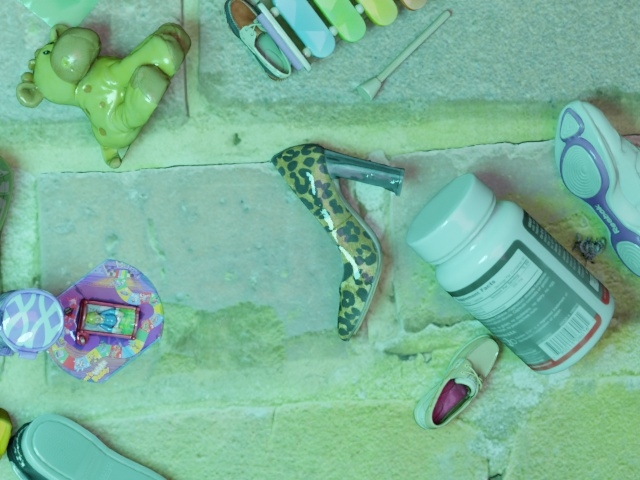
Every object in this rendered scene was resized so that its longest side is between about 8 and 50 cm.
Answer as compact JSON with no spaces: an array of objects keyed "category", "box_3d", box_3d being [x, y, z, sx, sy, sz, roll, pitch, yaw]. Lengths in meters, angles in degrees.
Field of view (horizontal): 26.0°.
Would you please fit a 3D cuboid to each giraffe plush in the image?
[{"category":"giraffe plush","box_3d":[-0.291,-0.213,1.802,0.170,0.181,0.210,31,116,-10]}]

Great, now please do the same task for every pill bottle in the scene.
[{"category":"pill bottle","box_3d":[0.267,0.046,1.968,0.283,0.161,0.161,42,80,-13]}]

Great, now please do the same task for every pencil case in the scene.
[{"category":"pencil case","box_3d":[-0.378,0.105,1.748,0.086,0.206,0.088,2,87,-19]}]

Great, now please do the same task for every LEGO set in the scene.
[{"category":"LEGO set","box_3d":[0.397,0.020,2.079,0.054,0.023,0.083,40,80,-14]}]

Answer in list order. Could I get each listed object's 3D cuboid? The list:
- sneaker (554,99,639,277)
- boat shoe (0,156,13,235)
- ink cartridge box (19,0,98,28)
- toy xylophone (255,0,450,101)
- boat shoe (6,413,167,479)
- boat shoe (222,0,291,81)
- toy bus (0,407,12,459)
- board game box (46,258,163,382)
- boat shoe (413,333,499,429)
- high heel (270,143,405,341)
[{"category":"sneaker","box_3d":[0.458,-0.091,2.067,0.152,0.114,0.305,-41,107,-26]},{"category":"boat shoe","box_3d":[-0.468,0.034,1.770,0.109,0.098,0.302,18,82,-12]},{"category":"ink cartridge box","box_3d":[-0.374,-0.403,1.815,0.235,0.056,0.171,38,80,-13]},{"category":"toy xylophone","box_3d":[0.068,-0.348,1.937,0.236,0.081,0.322,43,78,-14]},{"category":"boat shoe","box_3d":[-0.284,0.342,1.845,0.302,0.091,0.114,45,51,-12]},{"category":"boat shoe","box_3d":[-0.085,-0.280,1.912,0.049,0.043,0.137,-35,100,-12]},{"category":"toy bus","box_3d":[-0.565,0.229,1.741,0.333,0.108,0.130,18,86,-17]},{"category":"board game box","box_3d":[-0.290,0.111,1.864,0.169,0.033,0.133,-38,101,-13]},{"category":"boat shoe","box_3d":[0.207,0.209,2.006,0.063,0.059,0.170,42,80,-14]},{"category":"high heel","box_3d":[0.000,0.000,1.940,0.186,0.093,0.261,13,96,1]}]
